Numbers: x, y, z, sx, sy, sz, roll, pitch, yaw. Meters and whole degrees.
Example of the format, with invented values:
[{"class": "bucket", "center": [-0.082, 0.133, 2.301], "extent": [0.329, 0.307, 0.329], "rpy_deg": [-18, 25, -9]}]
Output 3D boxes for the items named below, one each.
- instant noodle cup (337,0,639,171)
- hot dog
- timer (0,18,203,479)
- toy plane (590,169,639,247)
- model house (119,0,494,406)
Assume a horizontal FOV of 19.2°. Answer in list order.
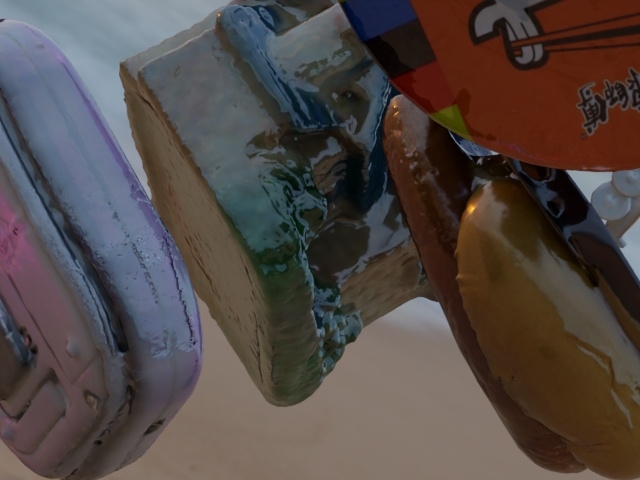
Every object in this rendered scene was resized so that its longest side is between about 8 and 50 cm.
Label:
[{"class": "instant noodle cup", "center": [0.148, -0.181, 0.929], "extent": [0.250, 0.250, 0.192], "rpy_deg": [36, 36, 12]}, {"class": "hot dog", "center": [0.125, 0.034, 1.167], "extent": [0.326, 0.107, 0.194], "rpy_deg": [57, -1, -2]}, {"class": "timer", "center": [-0.140, 0.009, 0.909], "extent": [0.069, 0.191, 0.208], "rpy_deg": [-24, 75, -32]}, {"class": "toy plane", "center": [0.303, -0.092, 1.450], "extent": [0.117, 0.244, 0.245], "rpy_deg": [46, 10, 10]}, {"class": "model house", "center": [0.024, -0.066, 1.473], "extent": [0.245, 0.280, 0.312], "rpy_deg": [57, -13, 22]}]
